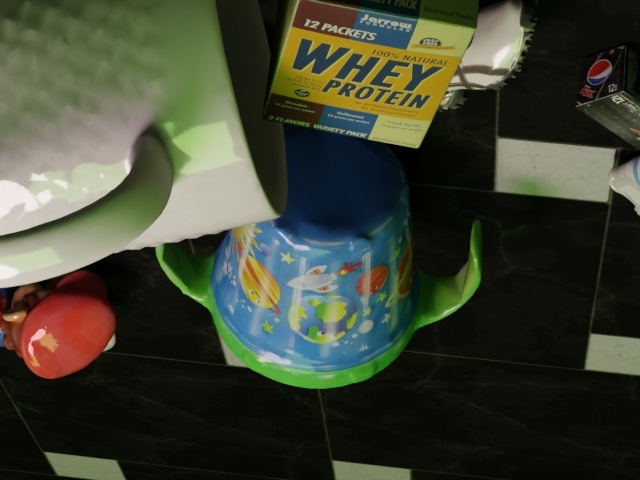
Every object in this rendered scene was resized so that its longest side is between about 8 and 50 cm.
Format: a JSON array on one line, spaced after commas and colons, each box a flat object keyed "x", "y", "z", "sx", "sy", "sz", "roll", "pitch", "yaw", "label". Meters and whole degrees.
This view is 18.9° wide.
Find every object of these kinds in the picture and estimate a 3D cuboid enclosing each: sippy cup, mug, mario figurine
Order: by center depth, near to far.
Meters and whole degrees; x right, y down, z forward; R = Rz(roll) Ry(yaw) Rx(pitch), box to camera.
[{"x": -0.216, "y": -0.092, "z": 1.566, "sx": 0.328, "sy": 0.374, "sz": 0.276, "roll": -11, "pitch": 126, "yaw": 7, "label": "mug"}, {"x": 0.000, "y": 0.000, "z": 2.002, "sx": 0.305, "sy": 0.240, "sz": 0.224, "roll": -25, "pitch": 150, "yaw": -19, "label": "sippy cup"}, {"x": -0.380, "y": 0.074, "z": 2.435, "sx": 0.320, "sy": 0.170, "sz": 0.198, "roll": 3, "pitch": -167, "yaw": 37, "label": "mario figurine"}]

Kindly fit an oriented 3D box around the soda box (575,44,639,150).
[{"x": 0.315, "y": -0.120, "z": 1.811, "sx": 0.169, "sy": 0.053, "sz": 0.060, "roll": 29, "pitch": 149, "yaw": -36, "label": "soda box"}]

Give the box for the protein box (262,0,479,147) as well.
[{"x": 0.044, "y": -0.213, "z": 1.524, "sx": 0.136, "sy": 0.200, "sz": 0.201, "roll": 10, "pitch": 155, "yaw": -6, "label": "protein box"}]

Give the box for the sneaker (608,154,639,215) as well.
[{"x": 0.371, "y": -0.037, "z": 1.970, "sx": 0.190, "sy": 0.071, "sz": 0.083, "roll": 34, "pitch": 153, "yaw": -28, "label": "sneaker"}]

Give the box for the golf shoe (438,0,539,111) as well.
[{"x": 0.118, "y": -0.174, "z": 1.734, "sx": 0.094, "sy": 0.077, "sz": 0.198, "roll": 21, "pitch": 152, "yaw": -24, "label": "golf shoe"}]
